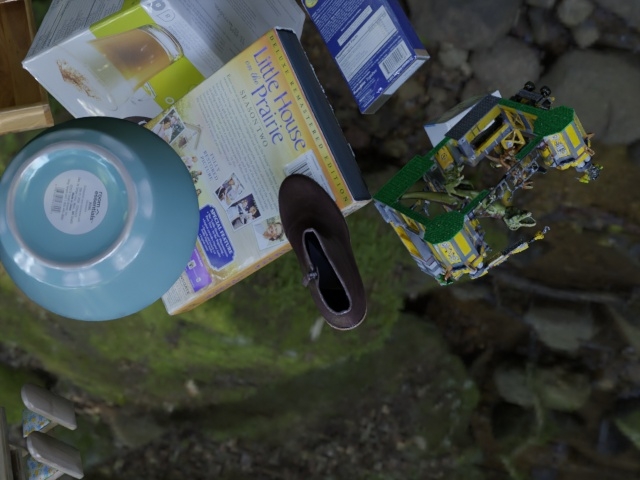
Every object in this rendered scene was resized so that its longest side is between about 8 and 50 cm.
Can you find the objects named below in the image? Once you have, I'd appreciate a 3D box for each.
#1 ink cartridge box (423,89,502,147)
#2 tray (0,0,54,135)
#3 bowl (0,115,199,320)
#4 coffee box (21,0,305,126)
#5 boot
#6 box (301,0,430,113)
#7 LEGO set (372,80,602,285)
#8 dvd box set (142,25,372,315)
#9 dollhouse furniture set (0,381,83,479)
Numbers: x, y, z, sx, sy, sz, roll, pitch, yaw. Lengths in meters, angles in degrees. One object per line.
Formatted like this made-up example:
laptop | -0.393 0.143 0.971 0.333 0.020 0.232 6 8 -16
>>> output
ink cartridge box | 0.257 -0.212 1.971 0.052 0.122 0.088 62 162 -12
tray | -0.707 -0.397 2.416 0.203 0.411 0.076 -12 144 -10
bowl | -0.339 -0.040 1.601 0.311 0.311 0.163 16 176 3
coffee box | -0.276 -0.370 2.060 0.334 0.338 0.337 -18 132 29
boot | 0.000 0.000 1.531 0.090 0.248 0.207 -23 168 0
box | 0.063 -0.320 1.680 0.036 0.225 0.136 -7 152 -46
LEGO set | 0.253 -0.049 1.617 0.255 0.331 0.192 19 152 52
dvd box set | -0.146 -0.103 1.801 0.420 0.307 0.062 -32 168 32
dollhouse furniture set | -0.425 0.314 1.382 0.212 0.242 0.161 -34 138 16
